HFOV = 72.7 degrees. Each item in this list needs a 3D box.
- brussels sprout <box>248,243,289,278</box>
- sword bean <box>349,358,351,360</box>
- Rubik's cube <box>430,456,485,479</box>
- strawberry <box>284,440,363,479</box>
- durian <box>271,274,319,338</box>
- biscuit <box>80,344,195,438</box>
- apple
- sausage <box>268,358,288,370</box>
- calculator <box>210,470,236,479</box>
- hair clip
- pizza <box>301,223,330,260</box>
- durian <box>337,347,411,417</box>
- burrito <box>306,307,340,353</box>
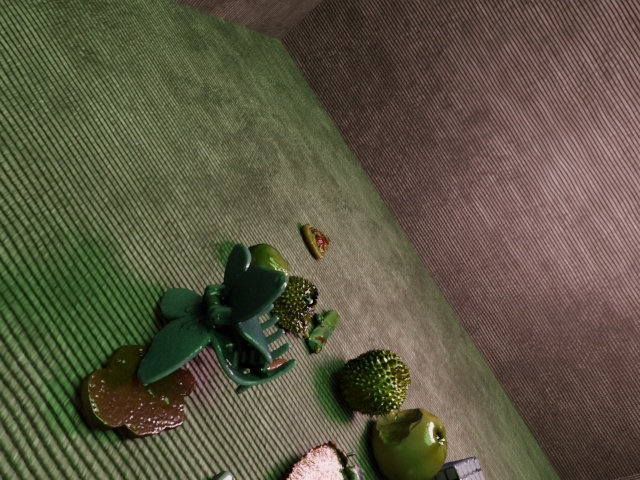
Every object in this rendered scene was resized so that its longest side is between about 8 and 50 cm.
[{"bbox_3d":[-0.194,0.086,1.516,0.145,0.131,0.183,42,11,-45],"label":"brussels sprout"},{"bbox_3d":[0.143,0.519,1.772,0.083,0.012,0.012,61,26,7],"label":"sword bean"},{"bbox_3d":[0.488,0.971,1.625,0.237,0.237,0.238,19,45,-51],"label":"Rubik's cube"},{"bbox_3d":[-0.009,0.686,1.234,0.286,0.106,0.188,12,46,-40],"label":"strawberry"},{"bbox_3d":[-0.076,0.230,1.565,0.237,0.138,0.193,60,26,4],"label":"durian"},{"bbox_3d":[-0.403,0.338,0.986,0.290,0.041,0.208,18,46,-59],"label":"biscuit"},{"bbox_3d":[0.323,0.747,1.584,0.279,0.279,0.279,41,31,-31],"label":"apple"},{"bbox_3d":[-0.153,0.399,1.361,0.042,0.036,0.158,54,24,19],"label":"sausage"},{"bbox_3d":[-0.242,0.620,0.953,0.141,0.045,0.246,61,26,7],"label":"calculator"},{"bbox_3d":[-0.228,0.213,1.117,0.238,0.392,0.318,56,-3,-34],"label":"hair clip"},{"bbox_3d":[0.000,0.000,2.036,0.199,0.062,0.188,-11,73,-64],"label":"pizza"},{"bbox_3d":[0.192,0.509,1.595,0.224,0.291,0.291,51,27,-22],"label":"durian"},{"bbox_3d":[0.007,0.335,1.696,0.104,0.054,0.288,54,28,-3],"label":"burrito"}]
